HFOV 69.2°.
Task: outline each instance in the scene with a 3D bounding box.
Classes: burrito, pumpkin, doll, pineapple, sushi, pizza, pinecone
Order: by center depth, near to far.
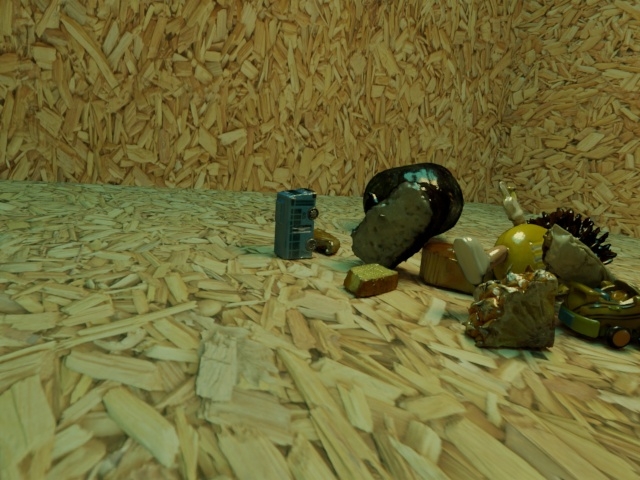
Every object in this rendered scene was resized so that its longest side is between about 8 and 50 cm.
[{"bbox_3d":[0.445,0.165,1.045,0.236,0.186,0.114,-37,12,10],"label":"pineapple"},{"bbox_3d":[0.684,0.081,1.223,0.392,0.117,0.076,29,11,-33],"label":"burrito"},{"bbox_3d":[0.534,0.047,1.274,0.423,0.348,0.161,-47,16,-31],"label":"doll"},{"bbox_3d":[0.250,-0.061,1.500,0.207,0.348,0.234,-16,65,-51],"label":"sushi"},{"bbox_3d":[0.870,0.014,1.664,0.295,0.242,0.298,33,-11,2],"label":"pinecone"},{"bbox_3d":[0.006,0.001,1.771,0.134,0.056,0.271,3,14,-22],"label":"pizza"},{"bbox_3d":[0.413,-0.170,2.077,0.453,0.344,0.454,-5,1,0],"label":"pumpkin"}]

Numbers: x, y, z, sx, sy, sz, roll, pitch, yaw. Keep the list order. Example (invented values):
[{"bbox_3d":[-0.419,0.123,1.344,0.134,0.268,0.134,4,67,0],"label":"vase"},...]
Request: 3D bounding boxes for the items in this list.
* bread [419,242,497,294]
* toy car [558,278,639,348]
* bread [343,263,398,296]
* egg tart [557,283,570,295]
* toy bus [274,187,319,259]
[{"bbox_3d":[0.435,0.081,1.443,0.250,0.133,0.179,16,12,34],"label":"bread"},{"bbox_3d":[0.732,0.168,1.153,0.247,0.143,0.200,4,13,-6],"label":"toy car"},{"bbox_3d":[0.143,0.113,1.326,0.187,0.066,0.103,-7,23,-41],"label":"bread"},{"bbox_3d":[0.679,0.098,1.515,0.296,0.132,0.297,1,16,0],"label":"egg tart"},{"bbox_3d":[-0.089,-0.059,1.587,0.133,0.234,0.116,-4,15,-28],"label":"toy bus"}]
